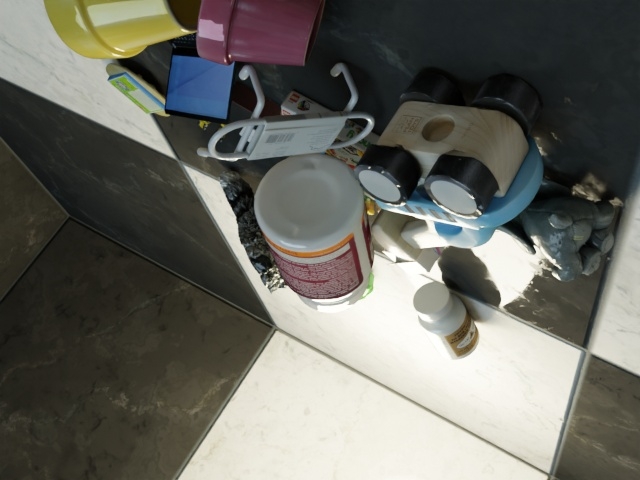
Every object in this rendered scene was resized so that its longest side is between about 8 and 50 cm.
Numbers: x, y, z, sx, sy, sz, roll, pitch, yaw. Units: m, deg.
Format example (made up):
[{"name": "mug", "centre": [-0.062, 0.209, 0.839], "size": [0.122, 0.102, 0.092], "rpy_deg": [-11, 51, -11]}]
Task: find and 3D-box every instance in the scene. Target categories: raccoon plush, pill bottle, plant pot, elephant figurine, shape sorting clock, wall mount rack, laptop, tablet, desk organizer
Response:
[{"name": "raccoon plush", "centre": [-0.079, -0.073, 2.187], "size": [0.446, 0.299, 0.216], "rpy_deg": [63, -177, 14]}, {"name": "pill bottle", "centre": [0.000, 0.000, 1.754], "size": [0.224, 0.224, 0.392], "rpy_deg": [27, 160, 20]}, {"name": "plant pot", "centre": [-0.340, -0.465, 1.490], "size": [0.239, 0.254, 0.254], "rpy_deg": [7, 150, 25]}, {"name": "elephant figurine", "centre": [0.394, -0.035, 1.459], "size": [0.239, 0.169, 0.186], "rpy_deg": [34, 141, 47]}, {"name": "plant pot", "centre": [-0.094, -0.384, 1.364], "size": [0.180, 0.201, 0.201], "rpy_deg": [16, 160, 0]}, {"name": "shape sorting clock", "centre": [-0.483, -0.403, 2.141], "size": [0.206, 0.040, 0.206], "rpy_deg": [28, 163, 9]}, {"name": "wall mount rack", "centre": [-0.084, -0.219, 1.561], "size": [0.304, 0.350, 0.131], "rpy_deg": [-51, 55, 52]}, {"name": "pill bottle", "centre": [0.335, 0.214, 2.159], "size": [0.131, 0.131, 0.229], "rpy_deg": [17, 155, 40]}, {"name": "laptop", "centre": [-0.304, -0.398, 1.719], "size": [0.234, 0.137, 0.264], "rpy_deg": [16, 154, 41]}, {"name": "tablet", "centre": [-0.175, -0.266, 2.025], "size": [0.054, 0.006, 0.083], "rpy_deg": [36, 161, -8]}, {"name": "desk organizer", "centre": [-0.151, -0.305, 1.827], "size": [0.130, 0.050, 0.047], "rpy_deg": [31, 161, 9]}]

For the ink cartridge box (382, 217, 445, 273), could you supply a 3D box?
[{"name": "ink cartridge box", "centre": [0.220, 0.009, 1.835], "size": [0.090, 0.143, 0.092], "rpy_deg": [41, 160, -18]}]

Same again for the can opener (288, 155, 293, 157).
[{"name": "can opener", "centre": [-0.059, -0.212, 1.916], "size": [0.186, 0.073, 0.059], "rpy_deg": [32, -160, 16]}]

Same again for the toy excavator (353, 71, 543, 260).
[{"name": "toy excavator", "centre": [0.221, -0.077, 1.484], "size": [0.432, 0.222, 0.445], "rpy_deg": [14, 152, 39]}]

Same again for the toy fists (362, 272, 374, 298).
[{"name": "toy fists", "centre": [0.034, 0.081, 2.389], "size": [0.279, 0.096, 0.142], "rpy_deg": [29, 170, 9]}]

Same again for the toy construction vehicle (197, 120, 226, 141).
[{"name": "toy construction vehicle", "centre": [-0.275, -0.302, 2.069], "size": [0.086, 0.035, 0.098], "rpy_deg": [44, 159, 5]}]

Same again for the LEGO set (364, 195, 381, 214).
[{"name": "LEGO set", "centre": [0.064, -0.110, 1.931], "size": [0.132, 0.107, 0.287], "rpy_deg": [5, 173, -32]}]

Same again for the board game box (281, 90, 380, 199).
[{"name": "board game box", "centre": [0.056, -0.193, 1.755], "size": [0.305, 0.053, 0.193], "rpy_deg": [30, 160, 12]}]
